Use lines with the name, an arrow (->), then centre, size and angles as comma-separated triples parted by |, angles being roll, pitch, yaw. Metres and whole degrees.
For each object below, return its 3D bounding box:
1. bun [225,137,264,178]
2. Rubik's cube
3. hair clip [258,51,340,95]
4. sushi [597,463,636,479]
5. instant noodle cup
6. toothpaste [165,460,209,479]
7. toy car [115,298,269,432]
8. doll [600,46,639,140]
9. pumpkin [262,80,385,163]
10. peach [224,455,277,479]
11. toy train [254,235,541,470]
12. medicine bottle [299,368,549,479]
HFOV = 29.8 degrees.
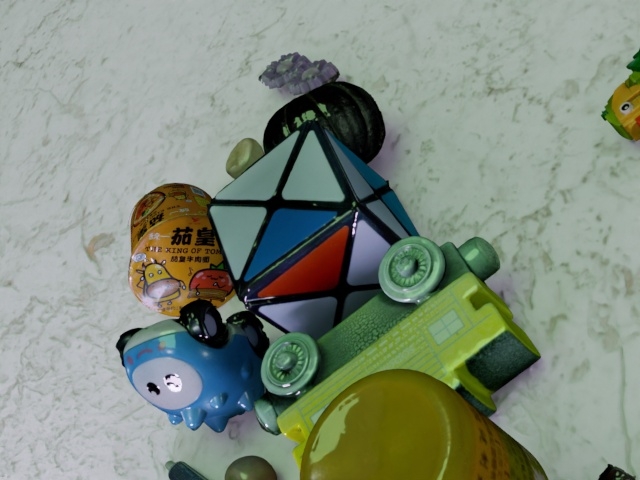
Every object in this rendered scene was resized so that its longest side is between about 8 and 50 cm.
bun -> -0.140, -0.150, 2.292 | 0.086, 0.055, 0.086 | -36, 34, 30
Rubik's cube -> 0.000, 0.000, 1.925 | 0.250, 0.248, 0.246 | -38, 44, 13
hair clip -> -0.032, -0.305, 2.307 | 0.106, 0.084, 0.292 | -37, 36, -14
sushi -> 0.378, 0.334, 1.500 | 0.094, 0.098, 0.084 | 27, 83, 28
instant noodle cup -> -0.250, 0.006, 2.170 | 0.216, 0.216, 0.172 | -40, 34, 9
toothpaste -> -0.193, 0.405, 1.947 | 0.197, 0.035, 0.057 | 27, 90, 44
toy car -> -0.195, 0.215, 1.942 | 0.188, 0.255, 0.190 | -23, 64, 26
doll -> 0.497, -0.233, 1.789 | 0.186, 0.106, 0.134 | -55, 37, -7
pumpkin -> 0.008, -0.182, 2.080 | 0.220, 0.220, 0.162 | -32, 89, 17
peach -> -0.107, 0.375, 1.868 | 0.083, 0.083, 0.083 | -21, 49, 27
toy train -> 0.109, 0.190, 1.762 | 0.442, 0.179, 0.272 | -38, 51, 11
medicine bottle -> 0.165, 0.327, 1.449 | 0.224, 0.384, 0.224 | -21, 49, 26
